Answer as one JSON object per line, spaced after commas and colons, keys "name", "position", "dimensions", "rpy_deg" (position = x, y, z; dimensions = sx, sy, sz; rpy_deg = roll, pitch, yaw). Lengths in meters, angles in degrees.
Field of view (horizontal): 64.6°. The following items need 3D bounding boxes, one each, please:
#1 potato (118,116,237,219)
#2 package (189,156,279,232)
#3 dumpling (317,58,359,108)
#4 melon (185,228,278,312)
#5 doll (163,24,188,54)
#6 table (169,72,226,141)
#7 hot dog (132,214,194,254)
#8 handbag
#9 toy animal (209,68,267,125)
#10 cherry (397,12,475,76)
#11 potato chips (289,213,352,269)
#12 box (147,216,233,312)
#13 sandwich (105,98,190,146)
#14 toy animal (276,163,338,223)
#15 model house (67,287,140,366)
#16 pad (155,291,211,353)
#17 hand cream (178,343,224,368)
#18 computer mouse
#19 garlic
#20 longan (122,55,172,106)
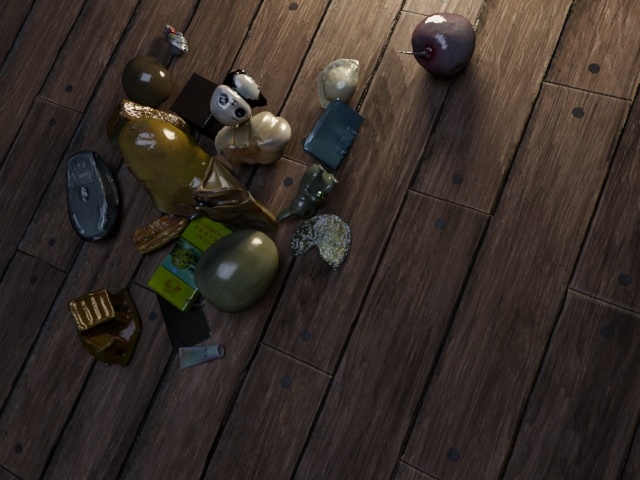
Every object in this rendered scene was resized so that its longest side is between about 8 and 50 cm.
{"name": "potato", "position": [-0.529, -0.276, 1.804], "dimensions": [0.396, 0.296, 0.290], "rpy_deg": [26, 68, 22]}
{"name": "package", "position": [-0.299, -0.109, 1.724], "dimensions": [0.221, 0.311, 0.165], "rpy_deg": [43, 88, 18]}
{"name": "dumpling", "position": [0.059, -0.574, 1.848], "dimensions": [0.154, 0.111, 0.181], "rpy_deg": [24, 78, 15]}
{"name": "melon", "position": [-0.280, 0.105, 1.701], "dimensions": [0.307, 0.271, 0.272], "rpy_deg": [-37, 71, 9]}
{"name": "doll", "position": [-0.604, -0.830, 2.104], "dimensions": [0.180, 0.079, 0.094], "rpy_deg": [50, 121, 26]}
{"name": "table", "position": [-0.418, -0.481, 1.905], "dimensions": [0.169, 0.193, 0.173], "rpy_deg": [31, 86, 18]}
{"name": "hot dog", "position": [-0.595, -0.032, 1.909], "dimensions": [0.269, 0.072, 0.110], "rpy_deg": [-26, 74, 9]}
{"name": "handbag", "position": [0.049, -0.377, 1.805], "dimensions": [0.144, 0.057, 0.221], "rpy_deg": [33, 85, -20]}
{"name": "toy animal", "position": [-0.288, -0.476, 1.750], "dimensions": [0.166, 0.138, 0.179], "rpy_deg": [41, 66, -15]}
{"name": "cherry", "position": [0.421, -0.674, 1.742], "dimensions": [0.266, 0.183, 0.213], "rpy_deg": [-37, 85, -10]}
{"name": "potato chips", "position": [0.001, 0.001, 1.775], "dimensions": [0.219, 0.029, 0.202], "rpy_deg": [3, 77, 12]}
{"name": "box", "position": [-0.466, 0.074, 1.854], "dimensions": [0.186, 0.047, 0.335], "rpy_deg": [32, 83, 18]}
{"name": "sandwich", "position": [-0.688, -0.436, 2.006], "dimensions": [0.254, 0.288, 0.100], "rpy_deg": [-30, 55, 53]}
{"name": "toy animal", "position": [-0.052, -0.147, 1.787], "dimensions": [0.125, 0.127, 0.251], "rpy_deg": [40, 101, 2]}
{"name": "model house", "position": [-0.768, 0.304, 1.784], "dimensions": [0.173, 0.239, 0.268], "rpy_deg": [-33, 70, 4]}
{"name": "pad", "position": [-0.503, 0.261, 1.850], "dimensions": [0.159, 0.009, 0.265], "rpy_deg": [-24, 74, 7]}
{"name": "hand cream", "position": [-0.424, 0.401, 1.780], "dimensions": [0.174, 0.047, 0.076], "rpy_deg": [-15, 76, 19]}
{"name": "computer mouse", "position": [-0.895, -0.172, 1.997], "dimensions": [0.203, 0.114, 0.375], "rpy_deg": [-12, 82, 9]}
{"name": "garlic", "position": [-0.228, -0.368, 1.848], "dimensions": [0.280, 0.184, 0.203], "rpy_deg": [-14, 52, 32]}
{"name": "longan", "position": [-0.687, -0.629, 2.016], "dimensions": [0.212, 0.198, 0.198], "rpy_deg": [28, 85, 13]}
